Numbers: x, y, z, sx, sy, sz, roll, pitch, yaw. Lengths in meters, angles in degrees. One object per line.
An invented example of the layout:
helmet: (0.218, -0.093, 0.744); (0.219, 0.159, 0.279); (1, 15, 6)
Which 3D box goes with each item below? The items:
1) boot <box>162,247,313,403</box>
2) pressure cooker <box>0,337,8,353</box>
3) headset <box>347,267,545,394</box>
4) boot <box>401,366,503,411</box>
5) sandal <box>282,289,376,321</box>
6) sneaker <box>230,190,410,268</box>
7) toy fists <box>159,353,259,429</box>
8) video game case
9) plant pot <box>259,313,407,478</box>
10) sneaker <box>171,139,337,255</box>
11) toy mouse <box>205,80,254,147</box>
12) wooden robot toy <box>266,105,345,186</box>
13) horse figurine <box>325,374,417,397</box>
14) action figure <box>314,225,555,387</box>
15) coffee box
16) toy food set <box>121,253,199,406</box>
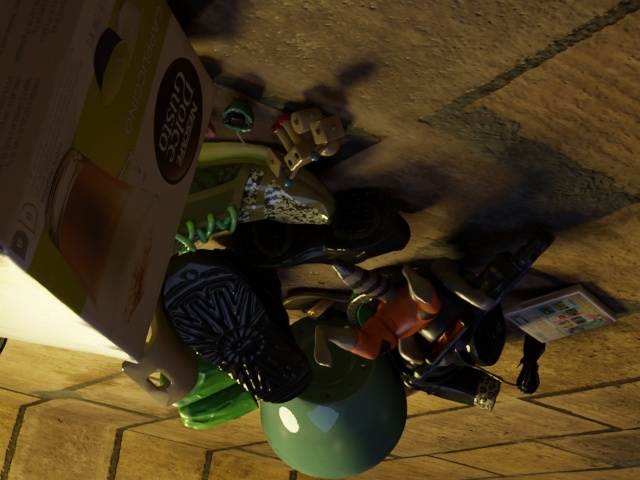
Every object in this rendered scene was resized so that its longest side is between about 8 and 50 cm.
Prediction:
boot: (-0.150, 0.080, 1.732); (0.131, 0.260, 0.348); (-29, 131, 5)
pressure cooker: (-0.688, 0.074, 1.651); (0.370, 0.375, 0.420); (-12, 172, -41)
headset: (0.237, 0.150, 1.932); (0.394, 0.185, 0.243); (33, 146, -19)
boot: (0.256, 0.263, 2.101); (0.179, 0.085, 0.236); (16, -175, 12)
sandal: (0.012, 0.123, 2.001); (0.180, 0.049, 0.072); (2, 158, 14)
sneaker: (0.000, 0.000, 1.626); (0.286, 0.109, 0.130); (-2, 164, 29)
toy fists: (-0.215, 0.267, 2.041); (0.142, 0.096, 0.279); (-24, 150, -3)
video game case: (0.408, 0.126, 1.872); (0.143, 0.019, 0.157); (-22, 146, 29)
plant pot: (0.018, 0.272, 2.081); (0.293, 0.293, 0.235); (5, 149, 7)
sneaker: (-0.184, -0.034, 1.485); (0.410, 0.182, 0.158); (8, 159, 0)
toy mouse: (-0.133, -0.157, 1.359); (0.161, 0.031, 0.143); (-10, 152, 40)
wooden robot toy: (-0.007, -0.131, 1.373); (0.079, 0.076, 0.173); (-22, 173, -28)
horse figurine: (0.129, 0.301, 2.260); (0.263, 0.066, 0.174); (-21, -157, -36)
action figure: (0.168, 0.065, 1.629); (0.341, 0.178, 0.330); (-49, 159, 21)
coffee box: (-0.339, -0.103, 1.112); (0.338, 0.337, 0.334); (8, 160, 15)
toy food set: (-0.273, 0.080, 1.668); (0.092, 0.306, 0.220); (-16, 155, 4)
